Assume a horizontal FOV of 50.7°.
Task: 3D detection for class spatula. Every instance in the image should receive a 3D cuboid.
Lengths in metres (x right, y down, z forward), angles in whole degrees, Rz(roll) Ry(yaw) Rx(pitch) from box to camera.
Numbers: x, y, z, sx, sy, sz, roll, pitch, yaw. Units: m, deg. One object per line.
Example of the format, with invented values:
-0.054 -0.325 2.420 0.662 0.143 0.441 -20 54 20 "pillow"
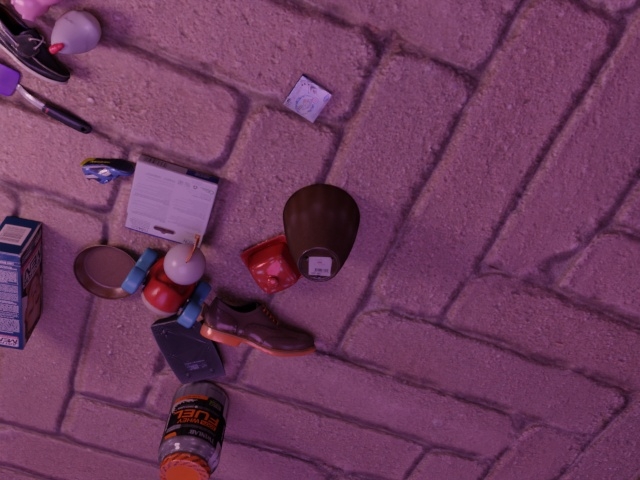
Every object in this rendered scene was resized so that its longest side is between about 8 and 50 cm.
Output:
-0.714 -0.350 1.692 0.296 0.030 0.084 32 120 -18 "spatula"

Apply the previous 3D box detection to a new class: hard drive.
-0.410 0.335 2.120 0.172 0.054 0.255 -13 122 10 "hard drive"

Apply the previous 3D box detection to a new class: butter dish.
-0.132 0.090 1.911 0.160 0.118 0.160 -24 120 16 "butter dish"

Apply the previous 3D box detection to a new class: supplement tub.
-0.404 0.623 2.153 0.193 0.316 0.194 1 124 1 "supplement tub"

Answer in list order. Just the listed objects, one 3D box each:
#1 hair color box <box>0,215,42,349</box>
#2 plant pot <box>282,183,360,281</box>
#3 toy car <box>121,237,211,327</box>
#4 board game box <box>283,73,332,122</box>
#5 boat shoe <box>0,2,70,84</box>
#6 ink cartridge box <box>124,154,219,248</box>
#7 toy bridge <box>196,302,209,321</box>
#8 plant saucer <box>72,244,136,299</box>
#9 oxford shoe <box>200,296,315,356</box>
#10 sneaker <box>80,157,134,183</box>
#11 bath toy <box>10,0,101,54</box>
-0.871 0.124 1.925 0.105 0.174 0.347 11 123 -7 "hair color box"
0.000 0.000 1.780 0.215 0.230 0.215 1 124 1 "plant pot"
-0.380 0.074 1.855 0.219 0.210 0.238 34 116 -11 "toy car"
-0.031 -0.352 1.674 0.090 0.020 0.090 30 119 -16 "board game box"
-0.687 -0.459 1.588 0.233 0.084 0.079 41 116 -19 "boat shoe"
-0.405 -0.102 1.836 0.223 0.045 0.224 17 123 -9 "ink cartridge box"
-0.358 0.216 2.034 0.026 0.063 0.188 -28 118 19 "toy bridge"
-0.619 0.087 1.974 0.198 0.036 0.199 1 124 2 "plant saucer"
-0.168 0.260 2.022 0.363 0.130 0.133 16 92 -25 "oxford shoe"
-0.560 -0.182 1.786 0.144 0.053 0.059 6 123 8 "sneaker"
-0.641 -0.559 1.496 0.151 0.129 0.348 -3 130 46 "bath toy"
